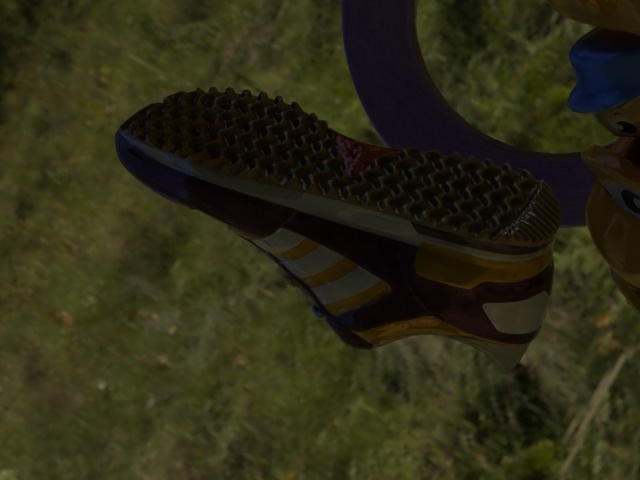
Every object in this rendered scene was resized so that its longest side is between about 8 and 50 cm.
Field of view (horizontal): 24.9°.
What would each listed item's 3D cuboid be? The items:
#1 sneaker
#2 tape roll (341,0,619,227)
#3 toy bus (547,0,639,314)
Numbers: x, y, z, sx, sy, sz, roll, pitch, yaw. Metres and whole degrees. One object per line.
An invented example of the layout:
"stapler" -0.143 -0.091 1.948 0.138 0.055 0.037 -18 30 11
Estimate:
"sneaker" 0.000 0.000 0.573 0.069 0.185 0.084 -47 -31 -50
"tape roll" 0.153 -0.145 0.949 0.275 0.275 0.090 -61 -3 2
"toy bus" 0.143 -0.085 0.458 0.220 0.211 0.149 -49 21 5
